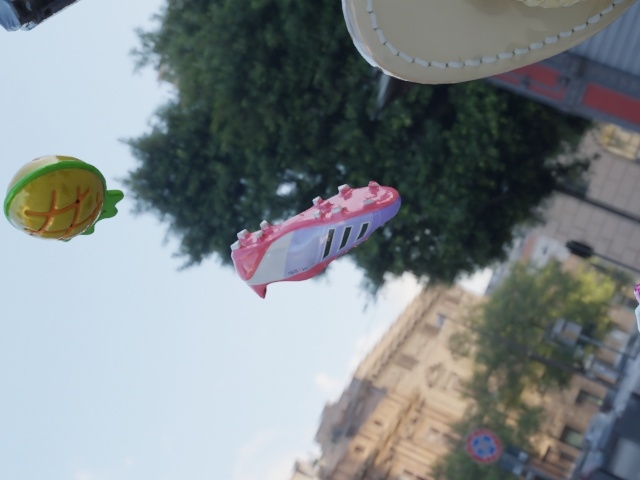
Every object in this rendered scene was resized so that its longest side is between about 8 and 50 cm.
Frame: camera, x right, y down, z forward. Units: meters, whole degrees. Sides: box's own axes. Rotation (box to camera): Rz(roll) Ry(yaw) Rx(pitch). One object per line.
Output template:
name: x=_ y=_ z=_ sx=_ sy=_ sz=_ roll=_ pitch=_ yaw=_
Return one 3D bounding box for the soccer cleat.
soccer cleat: x=0.000 y=0.000 z=1.451 sx=0.095 sy=0.248 sz=0.083 roll=61 pitch=-158 yaw=-21

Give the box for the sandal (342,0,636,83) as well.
sandal: x=0.122 y=-0.120 z=0.345 sx=0.240 sy=0.079 sz=0.088 roll=-25 pitch=-74 yaw=-16

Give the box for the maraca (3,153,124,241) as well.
maraca: x=-0.322 y=-0.048 z=1.418 sx=0.127 sy=0.099 sz=0.185 roll=-34 pitch=-24 yaw=9

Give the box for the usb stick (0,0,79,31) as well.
usb stick: x=-0.150 y=-0.256 z=0.943 sx=0.278 sy=0.077 sz=0.045 roll=-38 pitch=-65 yaw=-25

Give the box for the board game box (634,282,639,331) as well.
board game box: x=0.494 y=-0.008 z=0.833 sx=0.390 sy=0.390 sz=0.050 roll=-58 pitch=13 yaw=19
